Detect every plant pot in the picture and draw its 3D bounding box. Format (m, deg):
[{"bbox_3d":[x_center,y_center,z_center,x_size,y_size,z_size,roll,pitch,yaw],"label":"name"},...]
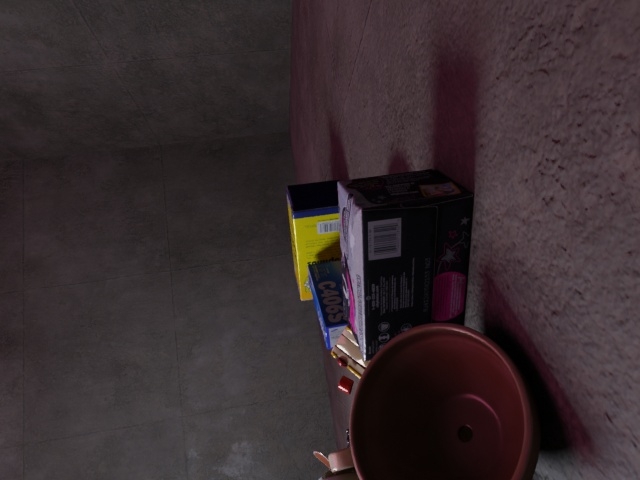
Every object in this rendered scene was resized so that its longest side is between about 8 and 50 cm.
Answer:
[{"bbox_3d":[0.160,0.234,0.550,0.110,0.237,0.237,37,-154,-38],"label":"plant pot"}]

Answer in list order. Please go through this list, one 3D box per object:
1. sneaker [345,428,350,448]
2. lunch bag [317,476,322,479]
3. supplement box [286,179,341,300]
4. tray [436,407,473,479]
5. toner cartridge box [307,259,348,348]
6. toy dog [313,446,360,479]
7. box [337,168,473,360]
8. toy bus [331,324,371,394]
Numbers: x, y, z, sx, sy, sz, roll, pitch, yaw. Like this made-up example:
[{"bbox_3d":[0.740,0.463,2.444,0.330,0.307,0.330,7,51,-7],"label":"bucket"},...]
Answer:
[{"bbox_3d":[0.145,0.612,1.248,0.286,0.130,0.109,162,102,-82],"label":"sneaker"},{"bbox_3d":[0.074,0.756,1.228,0.223,0.262,0.160,137,127,-61],"label":"lunch bag"},{"bbox_3d":[0.000,0.000,1.503,0.194,0.195,0.357,-108,12,-57],"label":"supplement box"},{"bbox_3d":[0.210,0.358,0.652,0.411,0.076,0.203,-106,10,-45],"label":"tray"},{"bbox_3d":[0.066,0.169,1.269,0.348,0.165,0.075,-113,18,-64],"label":"toner cartridge box"},{"bbox_3d":[0.031,0.560,0.950,0.220,0.161,0.334,-102,6,-50],"label":"toy dog"},{"bbox_3d":[0.118,0.033,0.670,0.142,0.163,0.247,-116,19,-65],"label":"box"},{"bbox_3d":[0.131,0.277,1.036,0.104,0.191,0.202,-17,-86,-60],"label":"toy bus"}]
